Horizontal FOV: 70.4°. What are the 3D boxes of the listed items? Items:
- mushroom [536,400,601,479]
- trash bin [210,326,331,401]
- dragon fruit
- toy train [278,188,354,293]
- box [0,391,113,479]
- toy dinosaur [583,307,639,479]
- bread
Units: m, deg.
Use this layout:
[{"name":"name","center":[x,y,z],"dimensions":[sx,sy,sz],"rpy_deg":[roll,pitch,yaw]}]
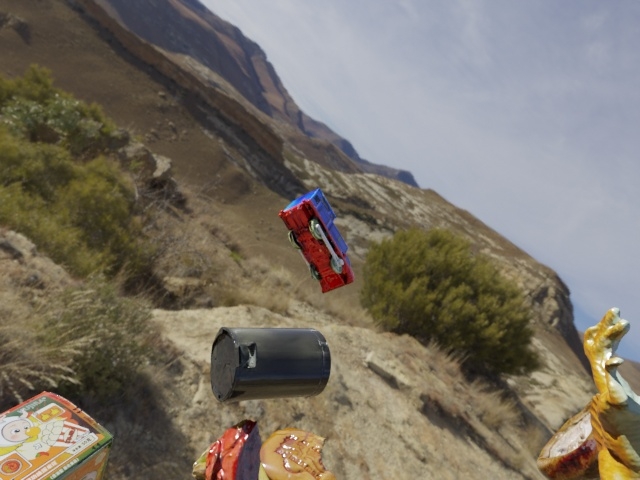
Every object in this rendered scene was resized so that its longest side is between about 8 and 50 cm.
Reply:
[{"name":"mushroom","center":[0.305,0.237,0.522],"dimensions":[0.052,0.123,0.123],"rpy_deg":[48,10,20]},{"name":"trash bin","center":[-0.149,0.353,1.301],"dimensions":[0.301,0.252,0.203],"rpy_deg":[9,58,-35]},{"name":"dragon fruit","center":[-0.246,0.643,1.174],"dimensions":[0.152,0.205,0.317],"rpy_deg":[-22,100,-59]},{"name":"toy train","center":[0.000,0.000,0.986],"dimensions":[0.204,0.082,0.131],"rpy_deg":[60,25,-15]},{"name":"box","center":[-0.495,0.387,0.758],"dimensions":[0.177,0.148,0.195],"rpy_deg":[25,16,16]},{"name":"toy dinosaur","center":[0.237,0.177,0.358],"dimensions":[0.142,0.057,0.212],"rpy_deg":[-95,-178,-62]},{"name":"bread","center":[-0.044,0.385,0.762],"dimensions":[0.125,0.086,0.156],"rpy_deg":[10,13,-12]}]
